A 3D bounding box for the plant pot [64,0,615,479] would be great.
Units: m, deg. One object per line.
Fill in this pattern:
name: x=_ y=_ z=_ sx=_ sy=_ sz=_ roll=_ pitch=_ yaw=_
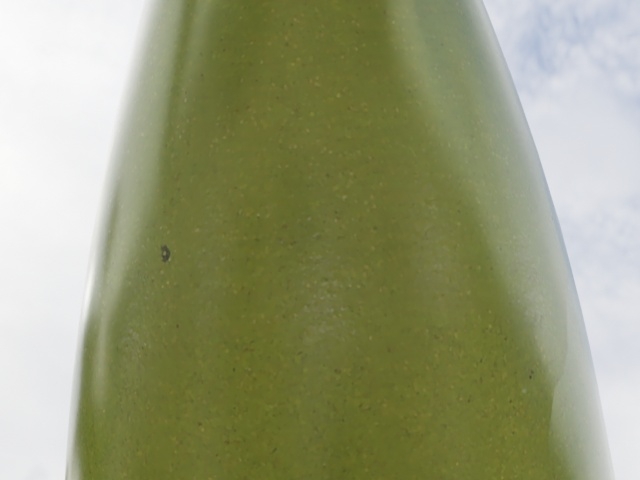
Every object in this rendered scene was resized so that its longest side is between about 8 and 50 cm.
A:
plant pot: x=0.000 y=0.000 z=0.506 sx=0.274 sy=0.275 sz=0.294 roll=-3 pitch=-83 yaw=11
